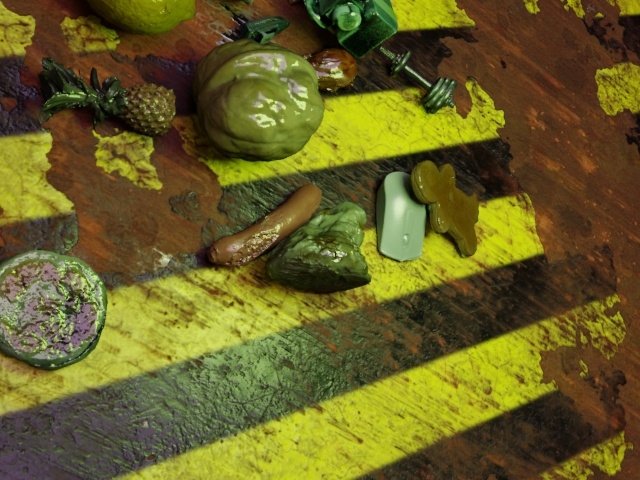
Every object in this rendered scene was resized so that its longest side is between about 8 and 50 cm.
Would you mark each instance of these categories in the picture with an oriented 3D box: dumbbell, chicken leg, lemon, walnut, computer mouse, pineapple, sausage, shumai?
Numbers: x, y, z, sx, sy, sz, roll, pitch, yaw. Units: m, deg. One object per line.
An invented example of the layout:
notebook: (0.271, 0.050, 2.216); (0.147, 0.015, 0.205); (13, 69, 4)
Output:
dumbbell: (0.258, -0.437, 2.068); (0.255, 0.110, 0.110); (36, 59, -6)
chicken leg: (-0.037, -0.410, 1.903); (0.305, 0.093, 0.113); (-14, 91, -28)
lemon: (-0.393, -0.573, 1.662); (0.268, 0.267, 0.267); (10, 69, -26)
walnut: (-0.139, -0.304, 1.703); (0.277, 0.253, 0.281); (-3, 75, -30)
computer mouse: (0.203, -0.062, 1.920); (0.128, 0.079, 0.230); (4, 74, -26)
pineapple: (-0.444, -0.297, 1.609); (0.278, 0.130, 0.118); (7, 58, -25)
sausage: (-0.114, -0.028, 1.726); (0.087, 0.079, 0.327); (37, 52, 23)
shumai: (0.000, 0.000, 1.698); (0.272, 0.222, 0.203); (36, 51, -68)

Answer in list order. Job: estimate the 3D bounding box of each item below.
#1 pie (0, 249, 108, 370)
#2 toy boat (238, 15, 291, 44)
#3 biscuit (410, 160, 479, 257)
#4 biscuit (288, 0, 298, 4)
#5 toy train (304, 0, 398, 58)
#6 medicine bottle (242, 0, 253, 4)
pie: (-0.516, 0.128, 1.465); (0.241, 0.054, 0.240); (8, 72, -26)
toy boat: (-0.130, -0.521, 1.902); (0.141, 0.055, 0.060); (-25, 79, -33)
biscuit: (0.314, -0.096, 1.956); (0.302, 0.049, 0.196); (37, 51, -41)
biscuit: (-0.064, -0.706, 2.018); (0.280, 0.043, 0.183); (-19, 86, -30)
toy train: (0.067, -0.611, 1.941); (0.238, 0.167, 0.298); (30, 41, -43)
medicine bottle: (-0.233, -0.719, 1.801); (0.302, 0.241, 0.241); (33, 60, -15)
